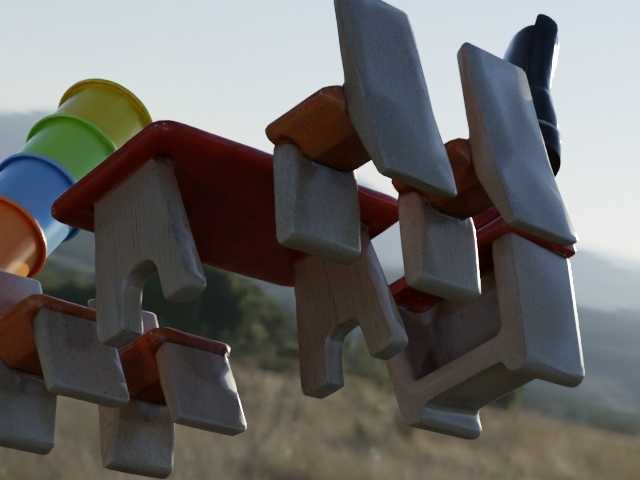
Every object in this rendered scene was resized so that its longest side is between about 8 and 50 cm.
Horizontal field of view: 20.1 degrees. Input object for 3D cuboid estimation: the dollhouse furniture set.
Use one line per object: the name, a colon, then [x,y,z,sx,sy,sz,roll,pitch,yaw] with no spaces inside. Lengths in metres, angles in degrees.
dollhouse furniture set: [0.000,0.000,0.837,0.259,0.135,0.262,19,-40,-42]

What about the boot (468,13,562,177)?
boot: [0.144,-0.079,1.472,0.077,0.137,0.198,22,-36,-18]

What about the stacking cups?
stacking cups: [-0.240,-0.024,1.423,0.096,0.096,0.316,11,32,19]
